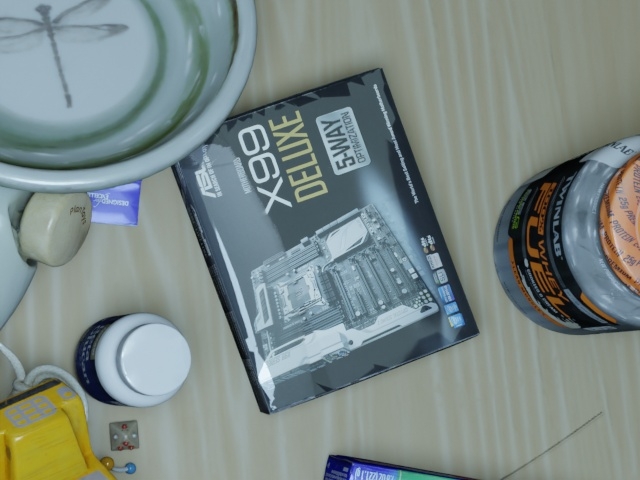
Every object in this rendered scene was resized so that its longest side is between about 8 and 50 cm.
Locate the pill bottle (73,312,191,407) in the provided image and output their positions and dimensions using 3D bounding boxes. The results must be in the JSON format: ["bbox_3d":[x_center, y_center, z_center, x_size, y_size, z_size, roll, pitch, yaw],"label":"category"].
[{"bbox_3d":[-0.185,0.119,1.505,0.094,0.169,0.094,2,84,-21],"label":"pill bottle"}]

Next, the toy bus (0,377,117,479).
[{"bbox_3d":[-0.246,0.300,1.429,0.108,0.130,0.332,-23,128,-29],"label":"toy bus"}]

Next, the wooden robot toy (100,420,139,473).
[{"bbox_3d":[-0.255,0.235,1.533,0.173,0.079,0.076,-30,91,-13],"label":"wooden robot toy"}]

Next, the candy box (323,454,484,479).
[{"bbox_3d":[0.118,0.403,1.567,0.268,0.122,0.317,11,84,-10],"label":"candy box"}]

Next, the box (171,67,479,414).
[{"bbox_3d":[0.000,0.000,1.605,0.242,0.076,0.307,-19,89,-12],"label":"box"}]

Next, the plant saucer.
[{"bbox_3d":[-0.266,-0.207,1.503,0.400,0.100,0.400,5,62,-9],"label":"plant saucer"}]

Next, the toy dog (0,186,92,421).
[{"bbox_3d":[-0.348,0.057,1.456,0.220,0.161,0.333,0,88,22],"label":"toy dog"}]

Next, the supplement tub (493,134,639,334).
[{"bbox_3d":[0.309,-0.002,1.543,0.194,0.316,0.193,1,84,-11],"label":"supplement tub"}]

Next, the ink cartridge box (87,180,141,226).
[{"bbox_3d":[-0.282,-0.126,1.580,0.206,0.045,0.208,4,85,-11],"label":"ink cartridge box"}]
